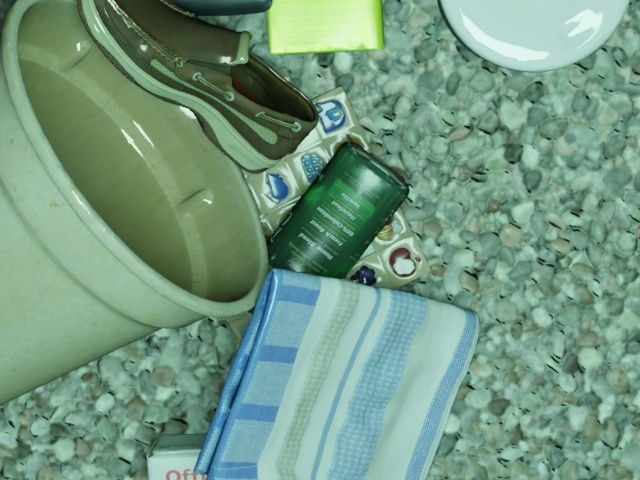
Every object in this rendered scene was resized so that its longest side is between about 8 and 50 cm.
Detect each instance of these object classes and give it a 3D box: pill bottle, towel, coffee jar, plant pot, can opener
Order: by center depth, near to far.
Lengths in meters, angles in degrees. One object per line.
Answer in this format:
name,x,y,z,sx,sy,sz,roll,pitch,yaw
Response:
pill bottle,0.178,-0.228,1.689,0.160,0.283,0.160,0,96,2
plant pot,-0.267,0.000,1.729,0.305,0.334,0.334,-34,94,20
towel,0.024,0.141,1.769,0.034,0.285,0.209,26,98,44
can opener,-0.130,-0.225,1.803,0.186,0.059,0.073,-7,139,12
coffee jar,0.000,0.000,1.807,0.079,0.096,0.184,37,96,-3

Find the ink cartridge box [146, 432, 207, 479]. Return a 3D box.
ink cartridge box,-0.079,0.291,1.853,0.154,0.093,0.212,-4,98,2

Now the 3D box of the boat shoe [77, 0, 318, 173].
boat shoe,-0.101,-0.167,1.750,0.095,0.095,0.257,-28,131,30

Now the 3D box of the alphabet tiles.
alphabet tiles,-0.035,-0.034,1.858,0.198,0.009,0.237,-26,94,5

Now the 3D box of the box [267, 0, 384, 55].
box,0.002,-0.264,1.813,0.109,0.042,0.178,-3,96,3
